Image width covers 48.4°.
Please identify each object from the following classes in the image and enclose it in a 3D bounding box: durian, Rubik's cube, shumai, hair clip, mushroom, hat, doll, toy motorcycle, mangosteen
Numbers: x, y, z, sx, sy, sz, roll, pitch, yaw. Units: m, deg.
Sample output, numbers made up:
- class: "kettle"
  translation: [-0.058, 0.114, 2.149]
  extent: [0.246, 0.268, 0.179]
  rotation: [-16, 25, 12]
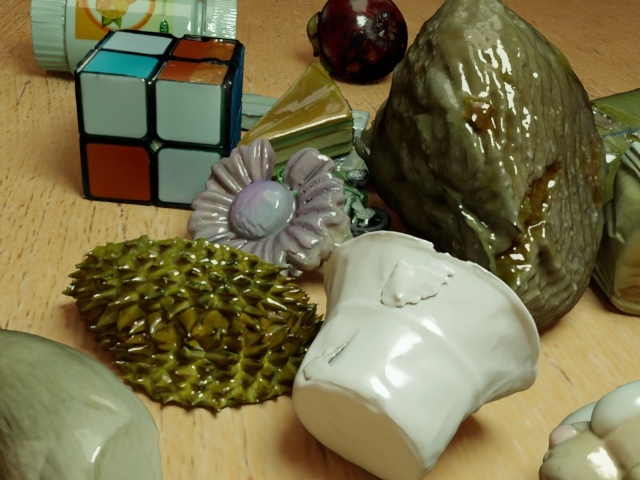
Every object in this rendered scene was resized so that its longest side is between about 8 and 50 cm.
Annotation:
- class: "durian"
  translation: [-0.111, 0.059, 0.626]
  extent: [0.252, 0.144, 0.139]
  rotation: [-1, 10, -5]
- class: "Rubik's cube"
  translation: [-0.192, -0.155, 0.889]
  extent: [0.180, 0.167, 0.183]
  rotation: [4, 30, -5]
- class: "shumai"
  translation: [0.131, -0.077, 0.770]
  extent: [0.217, 0.345, 0.283]
  rotation: [-24, 15, -41]
- class: "hair clip"
  translation: [0.002, -0.002, 0.735]
  extent: [0.301, 0.069, 0.173]
  rotation: [21, 70, 10]
- class: "mushroom"
  translation: [-0.197, 0.125, 0.502]
  extent: [0.247, 0.108, 0.096]
  rotation: [30, -3, 29]
- class: "hat"
  translation: [0.056, 0.103, 0.546]
  extent: [0.203, 0.203, 0.126]
  rotation: [22, 56, 22]
- class: "doll"
  translation: [0.158, 0.174, 0.447]
  extent: [0.278, 0.154, 0.119]
  rotation: [-13, 60, -28]
- class: "toy motorcycle"
  translation: [0.002, -0.048, 0.856]
  extent: [0.106, 0.074, 0.190]
  rotation: [-18, 40, -21]
- class: "mangosteen"
  translation: [0.064, -0.380, 1.335]
  extent: [0.200, 0.199, 0.199]
  rotation: [6, 31, -4]

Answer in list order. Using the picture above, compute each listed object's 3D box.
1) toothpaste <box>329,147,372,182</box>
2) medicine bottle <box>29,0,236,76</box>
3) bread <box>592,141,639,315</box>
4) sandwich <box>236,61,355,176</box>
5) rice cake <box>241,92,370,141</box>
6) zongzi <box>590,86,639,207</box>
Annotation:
- class: "toothpaste"
  translation: [0.060, -0.100, 0.976]
  extent: [0.248, 0.046, 0.078]
  rotation: [9, 45, 4]
- class: "medicine bottle"
  translation: [-0.303, -0.342, 1.181]
  extent: [0.318, 0.158, 0.158]
  rotation: [2, 32, -10]
- class: "bread"
  translation: [0.404, -0.007, 0.757]
  extent: [0.210, 0.192, 0.109]
  rotation: [6, 43, 1]
- class: "sandwich"
  translation: [-0.050, -0.156, 0.947]
  extent: [0.163, 0.079, 0.113]
  rotation: [-20, 57, -10]
- class: "rice cake"
  translation: [-0.036, -0.190, 1.103]
  extent: [0.226, 0.040, 0.085]
  rotation: [8, 31, 0]
- class: "zongzi"
  translation: [0.454, -0.046, 0.870]
  extent: [0.356, 0.174, 0.393]
  rotation: [-20, 47, -31]
